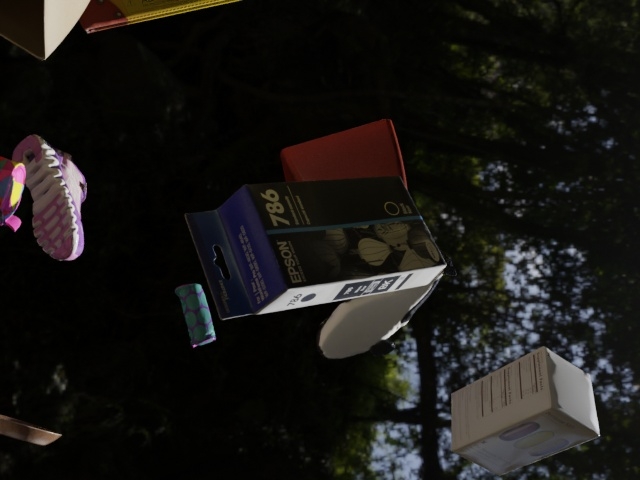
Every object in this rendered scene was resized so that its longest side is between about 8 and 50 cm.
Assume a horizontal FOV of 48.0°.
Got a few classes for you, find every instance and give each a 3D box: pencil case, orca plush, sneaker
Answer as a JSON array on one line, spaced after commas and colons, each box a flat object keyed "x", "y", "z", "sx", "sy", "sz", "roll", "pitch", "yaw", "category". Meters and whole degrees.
[{"x": -0.540, "y": -0.088, "z": 1.011, "sx": 0.104, "sy": 0.236, "sz": 0.105, "roll": -163, "pitch": -90, "yaw": -79, "category": "pencil case"}, {"x": 0.099, "y": 0.102, "z": 1.303, "sx": 0.287, "sy": 0.151, "sz": 0.102, "roll": -49, "pitch": -158, "yaw": -7, "category": "orca plush"}, {"x": -0.307, "y": 0.181, "z": 1.760, "sx": 0.070, "sy": 0.064, "sz": 0.152, "roll": -20, "pitch": -97, "yaw": 31, "category": "pencil case"}, {"x": -0.451, "y": -0.074, "z": 1.259, "sx": 0.095, "sy": 0.104, "sz": 0.237, "roll": -31, "pitch": -109, "yaw": 21, "category": "sneaker"}]

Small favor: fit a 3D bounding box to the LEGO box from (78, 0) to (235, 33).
[{"x": -0.097, "y": -0.486, "z": 0.799, "sx": 0.373, "sy": 0.499, "sz": 0.193, "roll": 75, "pitch": 6, "yaw": -48, "category": "LEGO box"}]

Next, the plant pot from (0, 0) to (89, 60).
[{"x": -0.256, "y": -0.248, "z": 0.634, "sx": 0.096, "sy": 0.109, "sz": 0.109, "roll": -56, "pitch": 176, "yaw": -40, "category": "plant pot"}]

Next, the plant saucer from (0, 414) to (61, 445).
[{"x": -0.689, "y": 0.426, "z": 1.627, "sx": 0.198, "sy": 0.198, "sz": 0.036, "roll": -28, "pitch": -137, "yaw": 65, "category": "plant saucer"}]

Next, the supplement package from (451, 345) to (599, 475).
[{"x": 0.382, "y": 0.330, "z": 1.374, "sx": 0.244, "sy": 0.139, "sz": 0.134, "roll": -41, "pitch": -152, "yaw": 40, "category": "supplement package"}]

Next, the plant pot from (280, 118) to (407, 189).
[{"x": 0.079, "y": -0.076, "z": 1.654, "sx": 0.267, "sy": 0.267, "sz": 0.236, "roll": 80, "pitch": -8, "yaw": -53, "category": "plant pot"}]

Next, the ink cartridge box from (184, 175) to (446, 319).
[{"x": 0.000, "y": 0.000, "z": 0.968, "sx": 0.065, "sy": 0.332, "sz": 0.165, "roll": -54, "pitch": -128, "yaw": 48, "category": "ink cartridge box"}]
